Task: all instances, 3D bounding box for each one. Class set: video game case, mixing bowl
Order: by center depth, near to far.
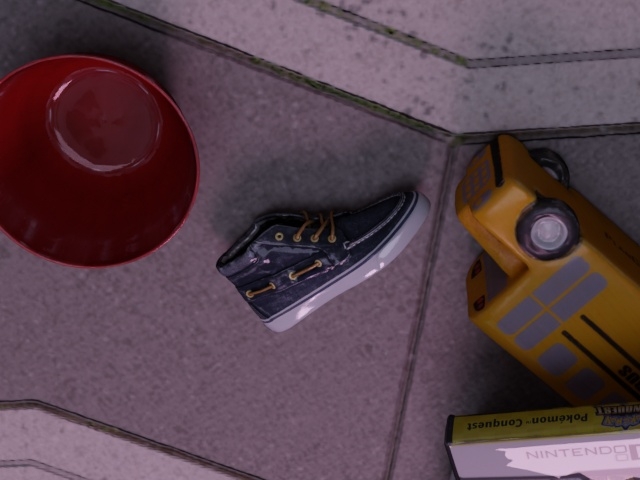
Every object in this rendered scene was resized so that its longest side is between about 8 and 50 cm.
[{"bbox_3d":[0.249,0.235,1.137,0.248,0.035,0.275,-7,127,17],"label":"video game case"},{"bbox_3d":[-0.181,-0.079,1.144,0.181,0.098,0.181,1,117,2],"label":"mixing bowl"}]

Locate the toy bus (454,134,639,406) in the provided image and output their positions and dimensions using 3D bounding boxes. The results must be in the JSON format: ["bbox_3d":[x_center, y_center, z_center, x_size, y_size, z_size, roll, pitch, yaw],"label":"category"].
[{"bbox_3d":[0.236,0.064,1.187,0.333,0.108,0.130,39,114,-16],"label":"toy bus"}]

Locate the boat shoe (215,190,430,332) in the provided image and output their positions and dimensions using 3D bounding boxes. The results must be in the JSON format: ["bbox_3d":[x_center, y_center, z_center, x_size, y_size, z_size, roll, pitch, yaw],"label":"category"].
[{"bbox_3d":[0.000,0.000,1.191,0.183,0.065,0.083,-37,110,20],"label":"boat shoe"}]

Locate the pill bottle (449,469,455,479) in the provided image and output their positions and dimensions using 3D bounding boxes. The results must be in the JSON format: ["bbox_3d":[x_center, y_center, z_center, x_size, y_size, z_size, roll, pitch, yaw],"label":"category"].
[{"bbox_3d":[0.241,0.251,1.267,0.246,0.130,0.130,15,116,-5],"label":"pill bottle"}]
